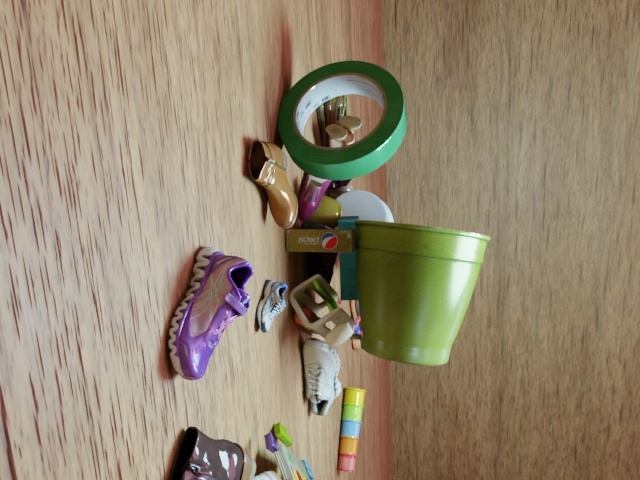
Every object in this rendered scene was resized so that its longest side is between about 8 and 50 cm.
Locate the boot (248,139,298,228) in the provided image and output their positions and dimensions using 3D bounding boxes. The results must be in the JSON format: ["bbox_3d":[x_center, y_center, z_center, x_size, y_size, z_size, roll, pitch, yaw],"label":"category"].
[{"bbox_3d":[-0.113,-0.126,1.125,0.152,0.073,0.197,5,73,-76],"label":"boot"}]

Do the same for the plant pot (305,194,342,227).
[{"bbox_3d":[0.015,-0.083,1.553,0.134,0.095,0.134,1,90,-75],"label":"plant pot"}]

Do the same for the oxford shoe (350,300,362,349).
[{"bbox_3d":[0.209,0.315,2.219,0.130,0.132,0.364,-47,135,-68],"label":"oxford shoe"}]

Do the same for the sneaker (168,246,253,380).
[{"bbox_3d":[-0.174,0.117,0.834,0.095,0.104,0.236,70,26,-55],"label":"sneaker"}]

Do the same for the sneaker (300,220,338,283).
[{"bbox_3d":[0.000,0.060,1.491,0.281,0.106,0.162,59,37,-64],"label":"sneaker"}]

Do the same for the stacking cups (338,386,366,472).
[{"bbox_3d":[0.125,0.763,2.009,0.096,0.096,0.316,55,40,-65],"label":"stacking cups"}]

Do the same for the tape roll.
[{"bbox_3d":[0.054,-0.307,1.256,0.077,0.321,0.321,62,32,-61],"label":"tape roll"}]

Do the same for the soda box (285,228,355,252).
[{"bbox_3d":[0.000,0.000,1.330,0.058,0.181,0.061,-11,101,-75],"label":"soda box"}]

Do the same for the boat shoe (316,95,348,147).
[{"bbox_3d":[0.062,-0.363,1.700,0.307,0.104,0.111,75,21,-46],"label":"boat shoe"}]

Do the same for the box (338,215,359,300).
[{"bbox_3d":[0.090,0.052,1.505,0.100,0.060,0.244,-56,144,-79],"label":"box"}]

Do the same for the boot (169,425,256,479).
[{"bbox_3d":[-0.202,0.462,0.838,0.207,0.090,0.248,53,40,-46],"label":"boot"}]

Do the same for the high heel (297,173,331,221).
[{"bbox_3d":[-0.022,-0.143,1.501,0.244,0.082,0.117,-86,-161,-67],"label":"high heel"}]

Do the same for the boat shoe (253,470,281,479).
[{"bbox_3d":[-0.153,0.595,0.973,0.096,0.098,0.277,14,87,-41],"label":"boat shoe"}]

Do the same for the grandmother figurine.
[{"bbox_3d":[0.073,-0.247,1.682,0.104,0.208,0.342,48,-21,31],"label":"grandmother figurine"}]

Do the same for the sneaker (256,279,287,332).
[{"bbox_3d":[-0.110,0.152,1.163,0.052,0.058,0.135,69,27,-54],"label":"sneaker"}]

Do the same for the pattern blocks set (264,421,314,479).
[{"bbox_3d":[-0.057,0.566,1.172,0.325,0.026,0.285,64,-3,-40],"label":"pattern blocks set"}]

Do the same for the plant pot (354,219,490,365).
[{"bbox_3d":[0.249,0.143,1.358,0.366,0.366,0.353,11,88,-75],"label":"plant pot"}]

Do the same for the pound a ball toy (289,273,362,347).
[{"bbox_3d":[0.017,0.238,1.427,0.208,0.136,0.319,58,2,23],"label":"pound a ball toy"}]

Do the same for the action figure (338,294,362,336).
[{"bbox_3d":[0.126,0.307,1.996,0.280,0.091,0.139,50,49,-69],"label":"action figure"}]

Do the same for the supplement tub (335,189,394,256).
[{"bbox_3d":[0.146,-0.026,1.747,0.325,0.235,0.235,55,38,-70],"label":"supplement tub"}]

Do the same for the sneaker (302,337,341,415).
[{"bbox_3d":[-0.002,0.417,1.508,0.118,0.110,0.292,-57,145,-47],"label":"sneaker"}]
